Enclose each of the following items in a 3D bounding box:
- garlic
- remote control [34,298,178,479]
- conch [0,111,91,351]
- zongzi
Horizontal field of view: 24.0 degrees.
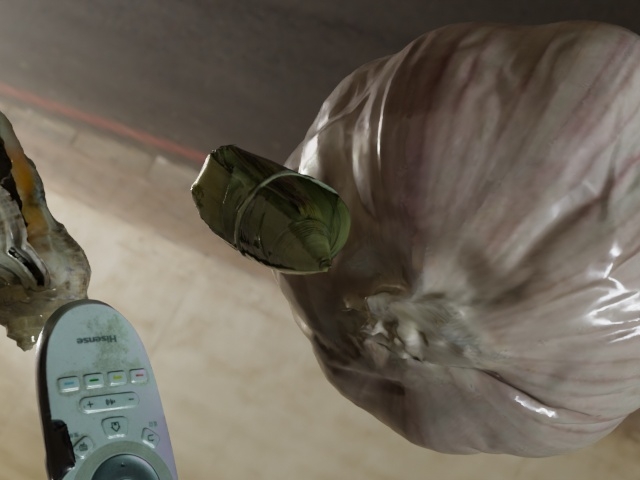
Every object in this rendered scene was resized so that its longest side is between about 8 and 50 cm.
[{"bbox_3d":[0.107,0.010,0.984,0.317,0.317,0.259,26,-152,15],"label":"garlic"},{"bbox_3d":[-0.147,0.166,1.044,0.097,0.256,0.045,-1,162,-35],"label":"remote control"},{"bbox_3d":[-0.239,-0.018,1.155,0.130,0.207,0.155,-4,172,-30],"label":"conch"},{"bbox_3d":[0.000,0.000,0.778,0.104,0.052,0.113,17,-168,-48],"label":"zongzi"}]
